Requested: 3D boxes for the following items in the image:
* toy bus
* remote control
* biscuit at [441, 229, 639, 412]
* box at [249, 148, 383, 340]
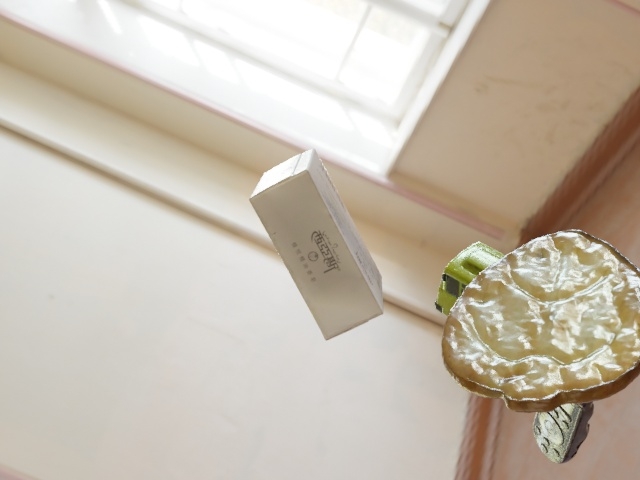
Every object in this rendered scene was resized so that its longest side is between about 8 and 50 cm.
[{"bbox_3d":[0.350,0.116,1.872,0.128,0.262,0.150,-35,-40,-33],"label":"toy bus"},{"bbox_3d":[0.361,0.231,1.437,0.066,0.090,0.265,-30,-34,-20],"label":"remote control"},{"bbox_3d":[0.224,0.071,0.965,0.041,0.203,0.260,68,-150,-29],"label":"biscuit"},{"bbox_3d":[0.000,0.000,1.592,0.111,0.260,0.194,-24,11,9],"label":"box"}]
